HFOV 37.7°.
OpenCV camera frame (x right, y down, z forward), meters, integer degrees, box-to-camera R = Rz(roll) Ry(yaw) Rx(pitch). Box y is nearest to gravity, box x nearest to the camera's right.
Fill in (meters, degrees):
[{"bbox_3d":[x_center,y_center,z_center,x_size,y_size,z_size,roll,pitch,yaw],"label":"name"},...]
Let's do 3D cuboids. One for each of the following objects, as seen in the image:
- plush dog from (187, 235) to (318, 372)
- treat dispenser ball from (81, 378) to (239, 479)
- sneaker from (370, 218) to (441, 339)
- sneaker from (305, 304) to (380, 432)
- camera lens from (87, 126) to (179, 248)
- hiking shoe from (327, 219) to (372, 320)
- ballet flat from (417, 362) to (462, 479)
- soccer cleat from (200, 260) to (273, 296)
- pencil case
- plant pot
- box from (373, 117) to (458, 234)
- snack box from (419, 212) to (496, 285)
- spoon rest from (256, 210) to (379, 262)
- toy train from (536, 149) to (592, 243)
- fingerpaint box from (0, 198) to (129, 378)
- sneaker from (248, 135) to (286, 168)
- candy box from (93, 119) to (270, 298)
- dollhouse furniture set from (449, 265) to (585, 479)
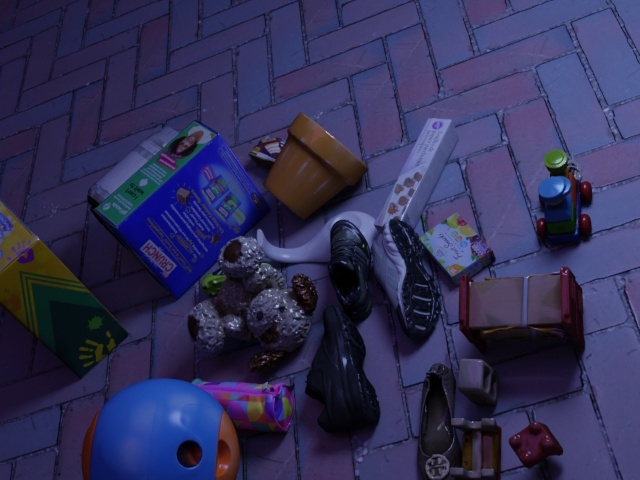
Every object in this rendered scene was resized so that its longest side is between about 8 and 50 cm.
[{"bbox_3d":[-0.118,0.149,1.968,0.225,0.210,0.262,33,99,29],"label":"plush dog"},{"bbox_3d":[-0.294,0.399,1.728,0.288,0.288,0.288,-15,46,16],"label":"treat dispenser ball"},{"bbox_3d":[0.167,0.089,1.911,0.108,0.100,0.272,-46,41,37],"label":"sneaker"},{"bbox_3d":[0.025,0.246,1.831,0.130,0.109,0.286,-26,42,15],"label":"sneaker"},{"bbox_3d":[-0.414,-0.117,2.301,0.274,0.219,0.219,-45,45,-13],"label":"camera lens"},{"bbox_3d":[0.060,0.046,1.948,0.086,0.114,0.227,-15,63,9],"label":"hiking shoe"},{"bbox_3d":[0.211,0.328,1.685,0.084,0.058,0.250,-10,48,22],"label":"ballet flat"},{"bbox_3d":[-0.191,0.074,2.131,0.179,0.060,0.072,-17,33,15],"label":"soccer cleat"},{"bbox_3d":[-0.163,0.324,1.863,0.236,0.104,0.104,-5,50,26],"label":"pencil case"},{"bbox_3d":[-0.025,-0.159,2.164,0.188,0.205,0.205,-51,45,3],"label":"plant pot"},{"bbox_3d":[0.217,-0.136,2.090,0.063,0.067,0.324,8,57,33],"label":"box"},{"bbox_3d":[0.281,0.017,1.938,0.100,0.037,0.141,-35,44,-2],"label":"snack box"},{"bbox_3d":[0.000,0.000,2.091,0.276,0.084,0.137,-7,49,6],"label":"spoon rest"},{"bbox_3d":[0.483,-0.130,1.883,0.105,0.143,0.248,-5,50,24],"label":"toy train"},{"bbox_3d":[-0.698,0.071,2.182,0.163,0.371,0.445,-44,46,-13],"label":"fingerpaint box"},{"bbox_3d":[-0.098,-0.214,2.325,0.185,0.069,0.084,25,71,40],"label":"sneaker"},{"bbox_3d":[-0.313,-0.071,2.171,0.317,0.268,0.122,-45,43,-14],"label":"candy box"},{"bbox_3d":[0.352,0.243,1.652,0.201,0.152,0.374,-4,67,25],"label":"dollhouse furniture set"}]
